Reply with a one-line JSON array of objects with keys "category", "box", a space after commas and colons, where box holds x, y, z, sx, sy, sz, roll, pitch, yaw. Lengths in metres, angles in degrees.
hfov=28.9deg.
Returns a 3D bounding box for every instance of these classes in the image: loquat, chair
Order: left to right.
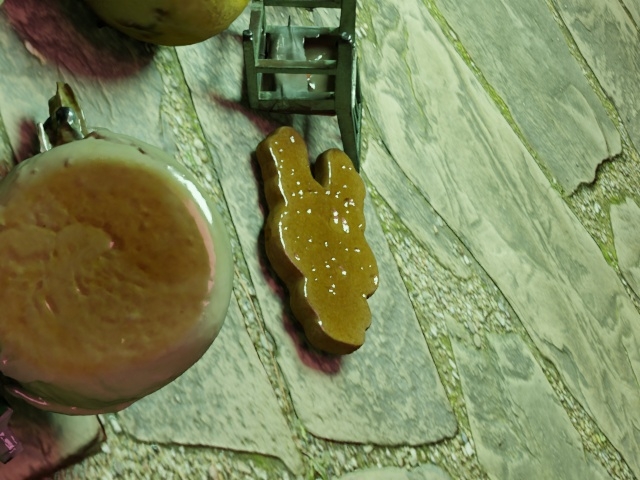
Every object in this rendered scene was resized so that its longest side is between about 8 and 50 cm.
[{"category": "loquat", "box": [-0.168, -0.339, 1.406, 0.244, 0.244, 0.244, 28, 47, -36]}, {"category": "chair", "box": [-0.021, -0.217, 1.611, 0.270, 0.147, 0.136, 86, 6, -57]}]

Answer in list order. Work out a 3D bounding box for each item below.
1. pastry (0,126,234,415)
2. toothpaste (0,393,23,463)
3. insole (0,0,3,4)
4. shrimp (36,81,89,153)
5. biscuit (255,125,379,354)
[{"category": "pastry", "box": [-0.206, 0.030, 1.134, 0.264, 0.133, 0.265, 1, 84, -8]}, {"category": "toothpaste", "box": [-0.340, 0.090, 1.086, 0.248, 0.047, 0.078, 55, 35, -4]}, {"category": "insole", "box": [-0.362, -0.200, 1.204, 0.119, 0.009, 0.348, 67, 33, -47]}, {"category": "shrimp", "box": [-0.215, -0.017, 1.285, 0.168, 0.077, 0.317, 1, 71, -59]}, {"category": "biscuit", "box": [-0.002, 0.002, 1.541, 0.186, 0.044, 0.295, 21, 51, -36]}]
